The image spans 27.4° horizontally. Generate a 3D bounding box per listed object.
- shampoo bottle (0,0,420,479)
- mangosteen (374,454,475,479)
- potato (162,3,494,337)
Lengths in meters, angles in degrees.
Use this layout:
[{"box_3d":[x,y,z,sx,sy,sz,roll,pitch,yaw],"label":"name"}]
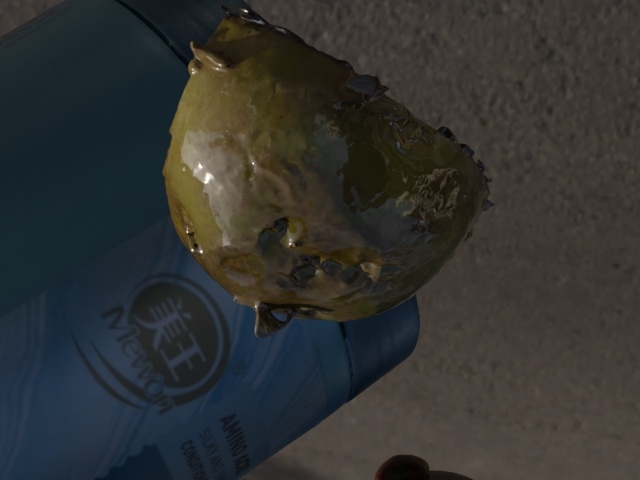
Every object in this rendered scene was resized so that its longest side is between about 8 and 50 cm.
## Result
[{"box_3d":[-0.170,0.036,0.861,0.331,0.343,0.331,50,162,23],"label":"shampoo bottle"},{"box_3d":[0.085,0.247,1.055,0.152,0.152,0.152,10,152,5],"label":"mangosteen"},{"box_3d":[0.000,0.000,0.480,0.100,0.089,0.172,27,169,15],"label":"potato"}]
